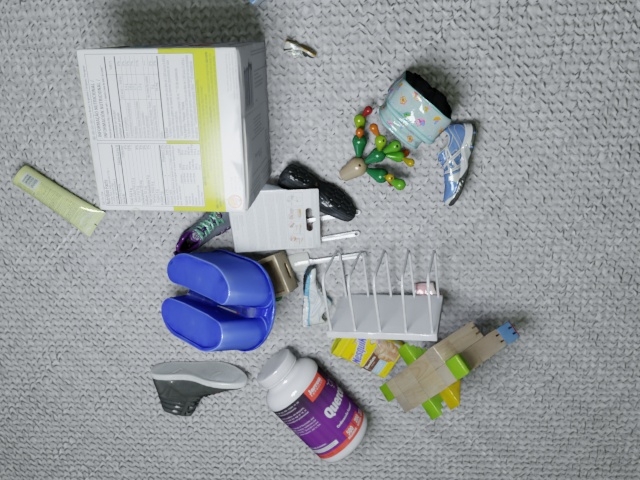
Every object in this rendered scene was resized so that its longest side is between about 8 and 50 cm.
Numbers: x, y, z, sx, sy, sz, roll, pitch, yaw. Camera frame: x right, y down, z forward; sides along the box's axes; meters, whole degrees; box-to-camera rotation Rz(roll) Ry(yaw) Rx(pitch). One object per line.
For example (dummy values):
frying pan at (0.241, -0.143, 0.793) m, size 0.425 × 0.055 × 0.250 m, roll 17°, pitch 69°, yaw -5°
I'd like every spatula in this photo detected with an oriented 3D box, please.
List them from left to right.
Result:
spatula at (0.000, 0.000, 1.547) m, size 0.241 × 0.019 × 0.168 m, roll -8°, pitch 103°, yaw 6°

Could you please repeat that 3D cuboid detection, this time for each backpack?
backpack at (0.223, -0.303, 1.334) m, size 0.166 × 0.188 × 0.144 m, roll 40°, pitch 107°, yaw -10°

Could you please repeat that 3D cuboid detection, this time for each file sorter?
file sorter at (0.161, 0.129, 1.447) m, size 0.277 × 0.193 × 0.173 m, roll -1°, pitch 115°, yaw 17°

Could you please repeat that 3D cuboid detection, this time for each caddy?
caddy at (-0.259, 0.153, 1.477) m, size 0.341 × 0.179 × 0.241 m, roll 16°, pitch 98°, yaw 41°

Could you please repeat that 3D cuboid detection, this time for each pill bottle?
pill bottle at (-0.027, 0.464, 1.618) m, size 0.181 × 0.181 × 0.323 m, roll -39°, pitch 102°, yaw 15°

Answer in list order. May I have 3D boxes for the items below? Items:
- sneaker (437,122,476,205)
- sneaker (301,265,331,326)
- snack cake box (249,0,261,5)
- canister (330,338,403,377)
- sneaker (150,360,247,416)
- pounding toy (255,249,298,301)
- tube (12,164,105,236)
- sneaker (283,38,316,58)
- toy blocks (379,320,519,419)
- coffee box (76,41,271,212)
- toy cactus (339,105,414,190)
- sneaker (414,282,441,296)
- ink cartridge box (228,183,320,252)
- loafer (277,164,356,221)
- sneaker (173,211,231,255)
sneaker at (0.332, -0.192, 1.429) m, size 0.081 × 0.080 × 0.211 m, roll 10°, pitch 100°, yaw 8°
sneaker at (-0.010, 0.154, 1.578) m, size 0.082 × 0.071 × 0.191 m, roll 1°, pitch 118°, yaw -3°
snack cake box at (-0.105, -0.684, 1.283) m, size 0.264 × 0.089 × 0.152 m, roll -40°, pitch 102°, yaw 15°
canister at (0.133, 0.303, 1.609) m, size 0.169 × 0.073 × 0.126 m, roll 28°, pitch 109°, yaw -7°
sneaker at (-0.352, 0.445, 1.683) m, size 0.295 × 0.104 × 0.147 m, roll 1°, pitch 111°, yaw 10°
pounding toy at (-0.136, 0.116, 1.558) m, size 0.130 × 0.100 × 0.141 m, roll -22°, pitch 92°, yaw 21°
tube at (-0.712, -0.110, 1.547) m, size 0.240 × 0.062 × 0.070 m, roll 35°, pitch 151°, yaw -13°
sneaker at (-0.051, -0.460, 1.390) m, size 0.083 × 0.032 × 0.037 m, roll 24°, pitch 123°, yaw 1°
toy blocks at (0.350, 0.315, 1.503) m, size 0.191 × 0.260 × 0.381 m, roll 56°, pitch 147°, yaw 17°
coffee box at (-0.308, -0.274, 1.307) m, size 0.334 × 0.338 × 0.338 m, roll 0°, pitch 110°, yaw 4°
toy cactus at (0.126, -0.212, 1.434) m, size 0.180 × 0.112 × 0.219 m, roll -28°, pitch 108°, yaw 32°
sneaker at (0.303, 0.176, 1.562) m, size 0.070 × 0.051 × 0.134 m, roll -13°, pitch 103°, yaw 14°
ink cartridge box at (-0.121, -0.061, 1.487) m, size 0.232 × 0.066 × 0.189 m, roll -6°, pitch 125°, yaw -5°
loafer at (-0.009, -0.116, 1.484) m, size 0.223 × 0.076 × 0.078 m, roll 31°, pitch 141°, yaw -10°
sneaker at (-0.297, -0.032, 1.514) m, size 0.223 × 0.098 × 0.083 m, roll -40°, pitch 101°, yaw 16°
